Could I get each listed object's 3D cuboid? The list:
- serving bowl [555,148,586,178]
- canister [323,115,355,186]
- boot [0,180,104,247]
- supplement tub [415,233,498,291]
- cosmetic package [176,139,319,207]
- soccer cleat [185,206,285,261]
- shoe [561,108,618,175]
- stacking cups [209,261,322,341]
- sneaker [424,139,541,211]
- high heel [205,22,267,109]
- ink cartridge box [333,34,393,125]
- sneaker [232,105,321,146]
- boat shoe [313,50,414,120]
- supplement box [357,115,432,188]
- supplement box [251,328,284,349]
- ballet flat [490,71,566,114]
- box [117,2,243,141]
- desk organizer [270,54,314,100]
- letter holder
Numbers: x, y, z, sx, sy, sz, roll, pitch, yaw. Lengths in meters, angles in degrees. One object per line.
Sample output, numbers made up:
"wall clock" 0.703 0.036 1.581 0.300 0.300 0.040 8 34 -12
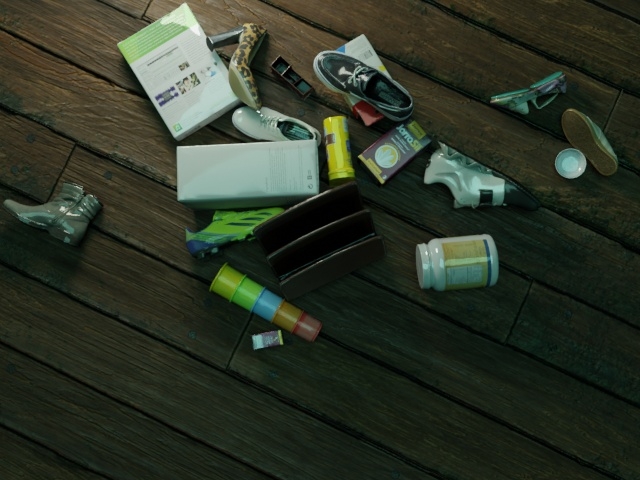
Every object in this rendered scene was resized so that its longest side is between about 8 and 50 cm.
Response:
"serving bowl" 0.698 -0.214 1.910 0.083 0.027 0.083 0 90 7
"canister" 0.050 -0.243 1.874 0.073 0.126 0.170 -6 83 0
"boot" -0.742 -0.097 1.902 0.246 0.083 0.161 25 79 -3
"supplement tub" 0.365 0.062 1.835 0.199 0.144 0.144 -5 85 1
"cosmetic package" -0.186 -0.170 1.836 0.365 0.197 0.155 -2 85 -1
"soccer cleat" -0.237 -0.044 1.878 0.289 0.093 0.121 -23 79 -2
"shoe" 0.755 -0.277 1.906 0.058 0.076 0.219 -28 81 -46
"stacking cups" -0.147 0.180 1.867 0.316 0.096 0.096 32 86 -1
"sneaker" 0.438 -0.139 1.877 0.330 0.122 0.146 27 104 2
"high heel" -0.177 -0.489 1.892 0.186 0.093 0.261 -26 78 -28
"ink cartridge box" 0.123 -0.439 1.910 0.134 0.078 0.231 -30 86 -1
"sneaker" -0.122 -0.321 1.897 0.258 0.091 0.094 14 86 2
"boat shoe" 0.115 -0.421 1.818 0.301 0.102 0.108 34 88 3
"supplement box" 0.205 -0.247 1.893 0.188 0.081 0.104 -41 86 -3
"supplement box" -0.144 0.271 1.869 0.083 0.055 0.043 -11 86 1
"ballet flat" 0.590 -0.401 1.912 0.221 0.077 0.079 -21 105 -1
"box" -0.392 -0.476 1.932 0.232 0.058 0.322 -31 87 -2
"desk organizer" -0.080 -0.460 1.928 0.130 0.050 0.047 41 87 3
"letter holder" 0.000 0.000 1.790 0.302 0.214 0.152 -25 63 -2
